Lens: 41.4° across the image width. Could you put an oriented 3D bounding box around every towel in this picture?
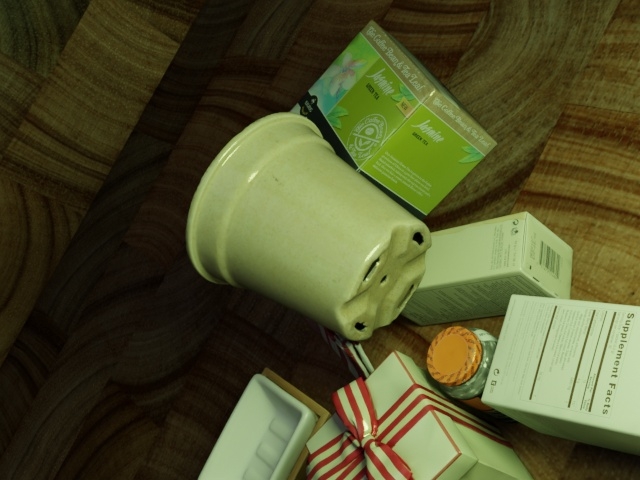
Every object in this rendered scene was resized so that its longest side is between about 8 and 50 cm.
[{"bbox_3d":[0.023,0.180,1.594,0.037,0.237,0.329,-35,39,-7],"label":"towel"}]

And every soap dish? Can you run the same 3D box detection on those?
[{"bbox_3d":[-0.099,0.424,1.652,0.229,0.118,0.290,23,84,52],"label":"soap dish"}]

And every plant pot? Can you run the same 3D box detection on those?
[{"bbox_3d":[0.000,0.000,1.410,0.306,0.334,0.333,33,92,30],"label":"plant pot"}]

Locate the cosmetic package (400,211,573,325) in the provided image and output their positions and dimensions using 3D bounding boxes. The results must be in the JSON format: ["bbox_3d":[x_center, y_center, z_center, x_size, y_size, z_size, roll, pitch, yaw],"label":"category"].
[{"bbox_3d":[0.259,0.058,1.469,0.310,0.160,0.113,-12,57,42],"label":"cosmetic package"}]

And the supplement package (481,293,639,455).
[{"bbox_3d":[0.412,0.195,1.191,0.293,0.178,0.175,3,68,48],"label":"supplement package"}]

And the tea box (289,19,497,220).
[{"bbox_3d":[0.124,-0.217,1.750,0.323,0.220,0.329,-46,40,15],"label":"tea box"}]

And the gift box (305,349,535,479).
[{"bbox_3d":[0.137,0.366,1.317,0.276,0.258,0.255,-51,38,9],"label":"gift box"}]

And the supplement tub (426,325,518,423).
[{"bbox_3d":[0.261,0.210,1.338,0.117,0.190,0.116,-27,48,34],"label":"supplement tub"}]
